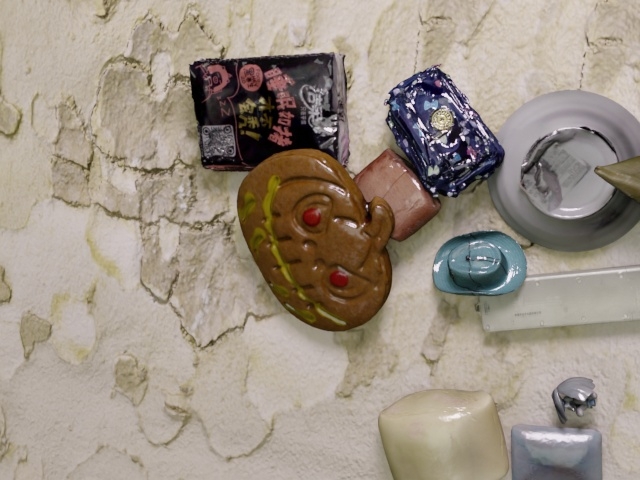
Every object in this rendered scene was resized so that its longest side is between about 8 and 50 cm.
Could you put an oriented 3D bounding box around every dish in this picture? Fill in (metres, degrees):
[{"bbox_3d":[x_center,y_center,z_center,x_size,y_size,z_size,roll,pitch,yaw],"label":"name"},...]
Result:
[{"bbox_3d":[0.468,-0.126,1.383,0.317,0.106,0.316,3,99,17],"label":"dish"}]

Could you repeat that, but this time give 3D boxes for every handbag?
[{"bbox_3d":[0.230,-0.211,1.426,0.162,0.113,0.260,-34,74,19],"label":"handbag"}]

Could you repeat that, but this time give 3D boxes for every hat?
[{"bbox_3d":[0.306,0.044,1.453,0.191,0.078,0.138,-7,64,19],"label":"hat"}]

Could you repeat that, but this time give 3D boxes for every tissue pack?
[{"bbox_3d":[-0.101,-0.262,1.534,0.332,0.123,0.245,2,104,20],"label":"tissue pack"}]

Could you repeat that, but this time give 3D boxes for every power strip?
[{"bbox_3d":[0.489,0.114,1.443,0.367,0.043,0.106,-7,96,18],"label":"power strip"}]

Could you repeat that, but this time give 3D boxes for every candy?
[{"bbox_3d":[0.471,0.439,1.477,0.174,0.071,0.138,-1,97,17],"label":"candy"}]

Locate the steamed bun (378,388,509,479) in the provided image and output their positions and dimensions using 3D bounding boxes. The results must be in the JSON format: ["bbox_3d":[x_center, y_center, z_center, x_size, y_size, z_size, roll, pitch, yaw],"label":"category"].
[{"bbox_3d":[0.244,0.408,1.498,0.250,0.155,0.200,-12,94,15],"label":"steamed bun"}]

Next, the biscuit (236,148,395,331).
[{"bbox_3d":[-0.004,0.004,1.493,0.350,0.070,0.394,-23,102,37],"label":"biscuit"}]

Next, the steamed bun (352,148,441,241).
[{"bbox_3d":[0.149,-0.088,1.491,0.145,0.106,0.175,-45,70,23],"label":"steamed bun"}]

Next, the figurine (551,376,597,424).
[{"bbox_3d":[0.500,0.312,1.442,0.086,0.094,0.082,-17,104,12],"label":"figurine"}]

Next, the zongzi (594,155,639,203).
[{"bbox_3d":[0.638,-0.154,1.275,0.274,0.125,0.250,28,103,-18],"label":"zongzi"}]
